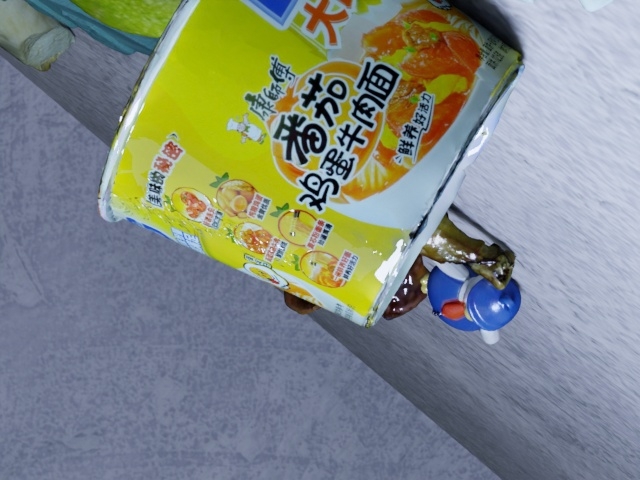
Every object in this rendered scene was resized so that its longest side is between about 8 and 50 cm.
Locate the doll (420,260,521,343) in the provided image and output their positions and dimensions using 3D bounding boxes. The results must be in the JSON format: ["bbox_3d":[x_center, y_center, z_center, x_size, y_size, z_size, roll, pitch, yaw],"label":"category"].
[{"bbox_3d":[0.127,0.047,1.612,0.099,0.057,0.143,57,164,-15],"label":"doll"}]

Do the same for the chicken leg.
[{"bbox_3d":[0.069,-0.016,1.482,0.178,0.070,0.093,28,172,13],"label":"chicken leg"}]

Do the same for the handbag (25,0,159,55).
[{"bbox_3d":[-0.233,-0.234,1.377,0.269,0.100,0.274,26,180,32],"label":"handbag"}]

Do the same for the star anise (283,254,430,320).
[{"bbox_3d":[0.000,0.000,1.724,0.190,0.126,0.220,41,178,28],"label":"star anise"}]

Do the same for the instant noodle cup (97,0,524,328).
[{"bbox_3d":[0.003,-0.062,0.984,0.153,0.205,0.205,29,173,3],"label":"instant noodle cup"}]

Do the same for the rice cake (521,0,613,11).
[{"bbox_3d":[0.005,-0.159,0.777,0.336,0.063,0.066,33,171,49],"label":"rice cake"}]

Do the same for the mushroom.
[{"bbox_3d":[-0.346,-0.256,2.139,0.107,0.087,0.333,41,179,26],"label":"mushroom"}]

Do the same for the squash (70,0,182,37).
[{"bbox_3d":[-0.161,-0.230,1.076,0.203,0.111,0.289,34,171,32],"label":"squash"}]
